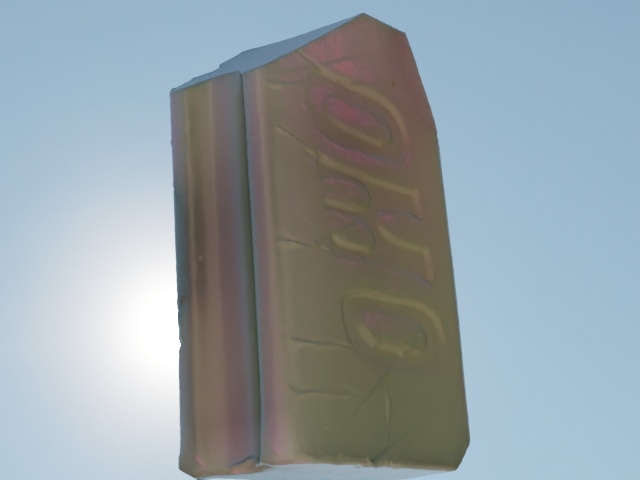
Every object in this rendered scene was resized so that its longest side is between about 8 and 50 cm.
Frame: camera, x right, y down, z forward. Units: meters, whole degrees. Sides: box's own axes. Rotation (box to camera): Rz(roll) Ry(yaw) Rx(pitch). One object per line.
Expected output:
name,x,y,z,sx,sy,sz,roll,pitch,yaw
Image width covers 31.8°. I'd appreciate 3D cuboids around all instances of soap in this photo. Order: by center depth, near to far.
soap,0.000,0.000,0.825,0.115,0.347,0.208,-19,-24,38
